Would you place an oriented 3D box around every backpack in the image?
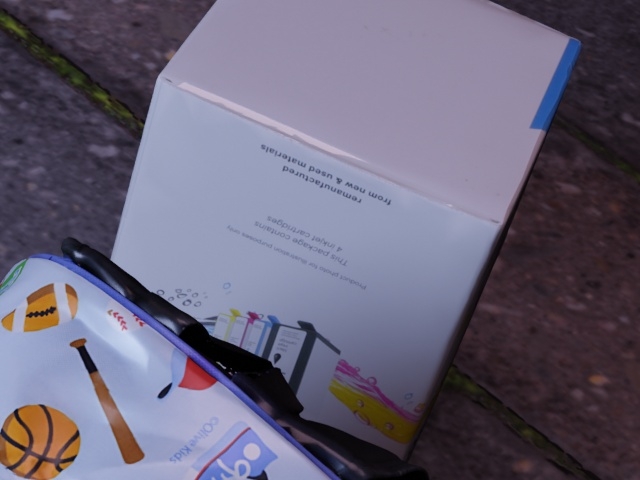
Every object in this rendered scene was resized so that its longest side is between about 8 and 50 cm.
[{"bbox_3d":[-0.080,0.137,0.773,0.276,0.263,0.213,31,58,17],"label":"backpack"}]

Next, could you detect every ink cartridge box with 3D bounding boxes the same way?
[{"bbox_3d":[0.000,0.000,0.981,0.168,0.232,0.171,23,40,4],"label":"ink cartridge box"}]
